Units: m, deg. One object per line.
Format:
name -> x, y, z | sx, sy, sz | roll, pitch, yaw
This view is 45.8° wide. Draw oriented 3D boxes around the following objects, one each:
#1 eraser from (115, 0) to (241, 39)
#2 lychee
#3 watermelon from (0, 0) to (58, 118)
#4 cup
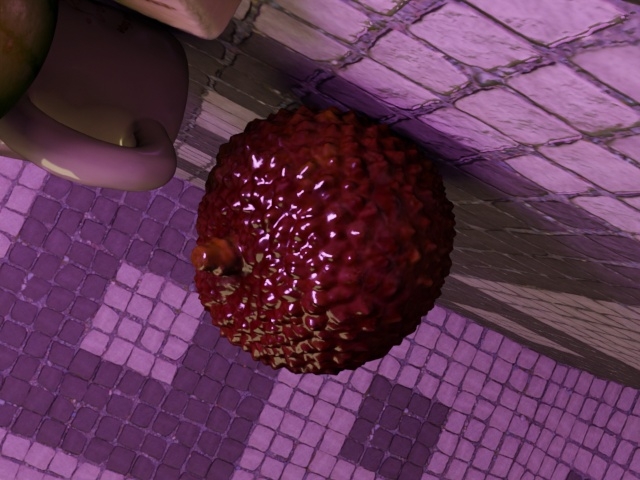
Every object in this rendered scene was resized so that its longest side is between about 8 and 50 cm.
eraser -> -0.122, -0.195, 0.465 | 0.117, 0.058, 0.172 | 25, 176, 12
lychee -> 0.000, 0.000, 0.765 | 0.304, 0.275, 0.276 | -5, -163, -41
watermelon -> -0.296, -0.173, 0.495 | 0.242, 0.242, 0.242 | 25, 176, 2
cup -> -0.246, -0.122, 0.715 | 0.202, 0.255, 0.173 | 13, 141, -39
